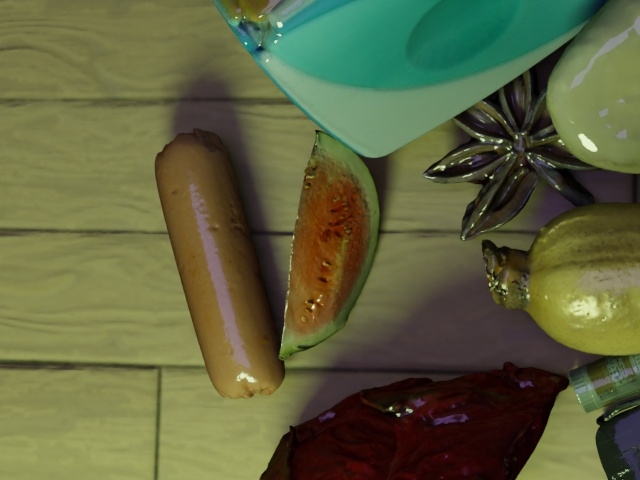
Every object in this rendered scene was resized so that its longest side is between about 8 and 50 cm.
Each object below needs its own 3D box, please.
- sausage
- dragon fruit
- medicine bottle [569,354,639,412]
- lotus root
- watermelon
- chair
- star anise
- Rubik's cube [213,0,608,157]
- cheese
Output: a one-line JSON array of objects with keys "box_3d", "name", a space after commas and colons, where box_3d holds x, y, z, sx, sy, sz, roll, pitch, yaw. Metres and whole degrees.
[{"box_3d": [-0.106, 0.026, 1.990, 0.086, 0.086, 0.289, -18, 82, 14], "name": "sausage"}, {"box_3d": [0.108, 0.233, 1.894, 0.330, 0.240, 0.302, -39, 47, -12], "name": "dragon fruit"}, {"box_3d": [0.292, 0.135, 1.886, 0.083, 0.047, 0.047, -23, 80, 14], "name": "medicine bottle"}, {"box_3d": [0.310, 0.034, 1.846, 0.303, 0.131, 0.146, -3, 57, 13], "name": "lotus root"}, {"box_3d": [0.004, 0.002, 1.936, 0.063, 0.119, 0.245, 21, 112, 26], "name": "watermelon"}, {"box_3d": [0.335, 0.200, 1.778, 0.145, 0.221, 0.140, -26, 80, 12], "name": "chair"}, {"box_3d": [0.202, -0.110, 1.919, 0.212, 0.073, 0.196, -12, 85, 12], "name": "star anise"}, {"box_3d": [0.052, -0.328, 1.807, 0.347, 0.351, 0.352, -35, 61, 8], "name": "Rubik's cube"}, {"box_3d": [0.360, -0.219, 1.790, 0.328, 0.129, 0.351, -12, 101, -1], "name": "cheese"}]
